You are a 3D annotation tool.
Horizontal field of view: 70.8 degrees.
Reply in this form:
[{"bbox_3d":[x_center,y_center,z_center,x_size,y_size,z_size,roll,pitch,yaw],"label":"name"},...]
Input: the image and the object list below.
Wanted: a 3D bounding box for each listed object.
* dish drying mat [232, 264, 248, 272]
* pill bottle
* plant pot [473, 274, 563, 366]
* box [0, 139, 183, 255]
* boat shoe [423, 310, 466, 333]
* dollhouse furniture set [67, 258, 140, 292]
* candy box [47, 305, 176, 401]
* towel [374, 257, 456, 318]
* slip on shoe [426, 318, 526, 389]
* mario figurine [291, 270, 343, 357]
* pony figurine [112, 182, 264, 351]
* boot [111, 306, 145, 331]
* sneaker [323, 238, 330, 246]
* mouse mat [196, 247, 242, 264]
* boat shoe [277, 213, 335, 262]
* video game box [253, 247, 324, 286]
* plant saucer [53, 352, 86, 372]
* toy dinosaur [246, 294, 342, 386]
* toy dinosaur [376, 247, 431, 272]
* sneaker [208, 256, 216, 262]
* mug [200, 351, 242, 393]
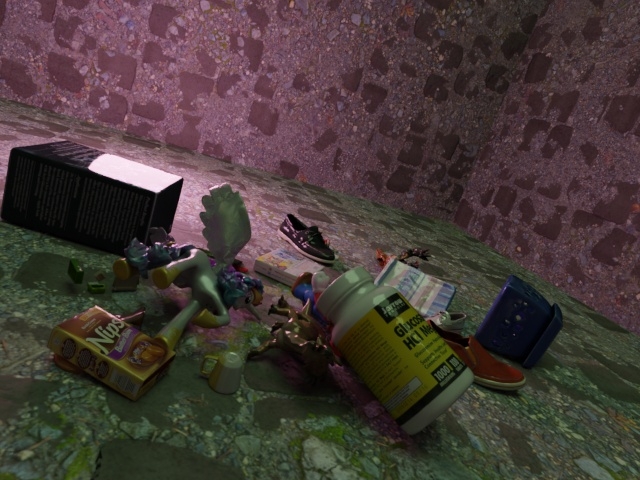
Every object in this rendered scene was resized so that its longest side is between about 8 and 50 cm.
[{"bbox_3d":[-0.276,0.085,1.453,0.083,0.008,0.032,18,14,-4],"label":"dish drying mat"},{"bbox_3d":[0.147,0.222,0.970,0.334,0.188,0.188,48,26,20],"label":"pill bottle"},{"bbox_3d":[0.686,0.279,1.544,0.212,0.236,0.236,32,18,21],"label":"plant pot"},{"bbox_3d":[-0.661,-0.132,1.358,0.395,0.212,0.293,18,15,-8],"label":"box"},{"bbox_3d":[0.401,0.268,1.510,0.226,0.076,0.083,6,20,-40],"label":"boat shoe"},{"bbox_3d":[-0.508,0.078,1.069,0.151,0.076,0.058,3,23,-44],"label":"dollhouse furniture set"},{"bbox_3d":[-0.374,0.199,0.816,0.186,0.053,0.109,27,16,5],"label":"candy box"},{"bbox_3d":[0.349,0.179,1.685,0.285,0.034,0.209,26,43,20],"label":"towel"},{"bbox_3d":[0.429,0.328,1.292,0.331,0.101,0.123,24,14,13],"label":"slip on shoe"},{"bbox_3d":[0.064,0.187,1.216,0.198,0.170,0.320,10,16,-38],"label":"mario figurine"},{"bbox_3d":[-0.291,0.069,1.061,0.351,0.303,0.363,60,21,6],"label":"pony figurine"},{"bbox_3d":[-0.417,0.167,0.939,0.087,0.042,0.118,12,16,-18],"label":"boot"},{"bbox_3d":[0.000,0.000,2.015,0.067,0.042,0.118,6,27,-28],"label":"sneaker"},{"bbox_3d":[-0.325,0.048,1.425,0.152,0.007,0.189,18,-1,-5],"label":"mouse mat"},{"bbox_3d":[-0.051,-0.018,1.879,0.127,0.113,0.340,6,20,-40],"label":"boat shoe"},{"bbox_3d":[-0.105,0.095,1.551,0.187,0.048,0.205,25,16,13],"label":"video game box"},{"bbox_3d":[-0.436,0.210,0.818,0.083,0.013,0.083,18,16,-5],"label":"plant saucer"},{"bbox_3d":[-0.032,0.230,1.041,0.200,0.127,0.295,21,11,9],"label":"toy dinosaur"},{"bbox_3d":[0.338,0.104,1.894,0.218,0.164,0.322,-7,48,-26],"label":"toy dinosaur"},{"bbox_3d":[-0.329,0.084,1.294,0.075,0.063,0.170,27,12,24],"label":"sneaker"},{"bbox_3d":[-0.187,0.253,0.875,0.078,0.064,0.062,9,19,-31],"label":"mug"}]
